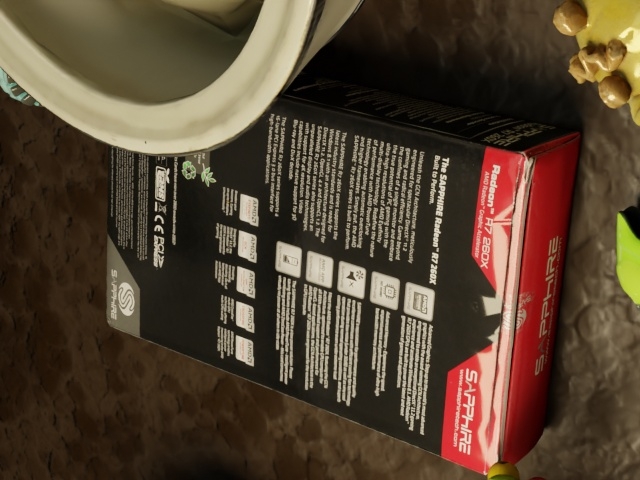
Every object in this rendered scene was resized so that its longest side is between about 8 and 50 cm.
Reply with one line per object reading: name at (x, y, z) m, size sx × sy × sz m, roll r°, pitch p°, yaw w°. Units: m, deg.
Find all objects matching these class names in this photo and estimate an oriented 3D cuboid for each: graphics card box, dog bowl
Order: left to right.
dog bowl at (-0.110, -0.269, 0.860) m, size 0.408 × 0.150 × 0.408 m, roll 24°, pitch 130°, yaw 31°
graphics card box at (0.000, 0.000, 0.985) m, size 0.371 × 0.094 × 0.233 m, roll 16°, pitch 113°, yaw 33°

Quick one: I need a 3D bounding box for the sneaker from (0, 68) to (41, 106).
sneaker at (-0.247, -0.260, 1.093) m, size 0.122 × 0.110 × 0.283 m, roll 31°, pitch 117°, yaw 40°

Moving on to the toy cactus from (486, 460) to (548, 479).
toy cactus at (0.152, 0.218, 0.898) m, size 0.180 × 0.219 × 0.112 m, roll -13°, pitch 51°, yaw 44°

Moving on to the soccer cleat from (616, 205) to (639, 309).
soccer cleat at (0.257, 0.001, 0.807) m, size 0.179 × 0.060 × 0.072 m, roll -7°, pitch 98°, yaw 42°

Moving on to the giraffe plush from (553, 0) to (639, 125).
giraffe plush at (0.202, -0.139, 0.732) m, size 0.181 × 0.170 × 0.210 m, roll 41°, pitch 125°, yaw 21°
